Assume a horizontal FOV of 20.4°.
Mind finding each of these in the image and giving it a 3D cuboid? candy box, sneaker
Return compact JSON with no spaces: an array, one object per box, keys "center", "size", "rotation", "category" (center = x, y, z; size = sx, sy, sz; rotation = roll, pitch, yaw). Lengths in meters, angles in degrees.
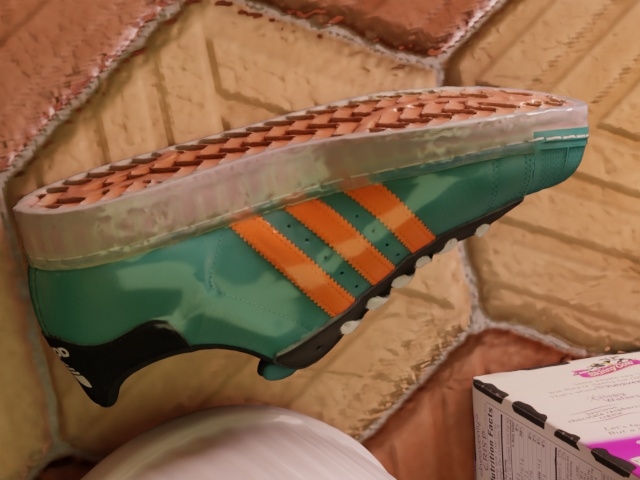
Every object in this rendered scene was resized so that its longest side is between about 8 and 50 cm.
[{"center":[0.201,0.123,0.953],"size":[0.159,0.233,0.071],"rotation":[-7,104,-19],"category":"candy box"},{"center":[0.000,0.000,0.922],"size":[0.302,0.108,0.121],"rotation":[-14,107,-10],"category":"sneaker"}]

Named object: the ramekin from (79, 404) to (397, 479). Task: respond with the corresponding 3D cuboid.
[{"center":[-0.024,0.228,0.912],"size":[0.273,0.127,0.273],"rotation":[-6,101,-35],"category":"ramekin"}]
